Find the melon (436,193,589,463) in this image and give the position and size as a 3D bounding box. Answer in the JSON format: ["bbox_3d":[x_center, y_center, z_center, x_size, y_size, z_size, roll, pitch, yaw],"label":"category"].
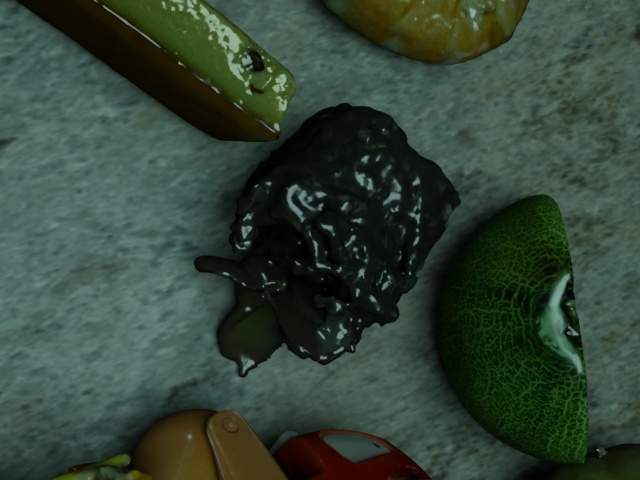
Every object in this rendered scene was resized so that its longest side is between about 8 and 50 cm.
[{"bbox_3d":[0.176,0.082,1.225,0.129,0.169,0.265,-6,82,3],"label":"melon"}]

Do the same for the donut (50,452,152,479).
[{"bbox_3d":[-0.280,0.244,1.019,0.371,0.307,0.150,6,66,-3],"label":"donut"}]

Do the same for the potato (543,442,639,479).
[{"bbox_3d":[0.348,0.350,1.304,0.351,0.202,0.218,43,76,-16],"label":"potato"}]

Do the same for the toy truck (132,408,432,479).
[{"bbox_3d":[-0.031,0.243,1.174,0.265,0.189,0.239,-12,57,-40],"label":"toy truck"}]

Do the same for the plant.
[{"bbox_3d":[0.000,0.000,1.171,0.178,0.204,0.234,48,70,-13],"label":"plant"}]

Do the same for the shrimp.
[{"bbox_3d":[0.035,-0.350,1.223,0.445,0.085,0.272,30,77,-22],"label":"shrimp"}]

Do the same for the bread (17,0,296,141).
[{"bbox_3d":[-0.185,-0.208,1.113,0.361,0.138,0.077,35,78,-19],"label":"bread"}]
